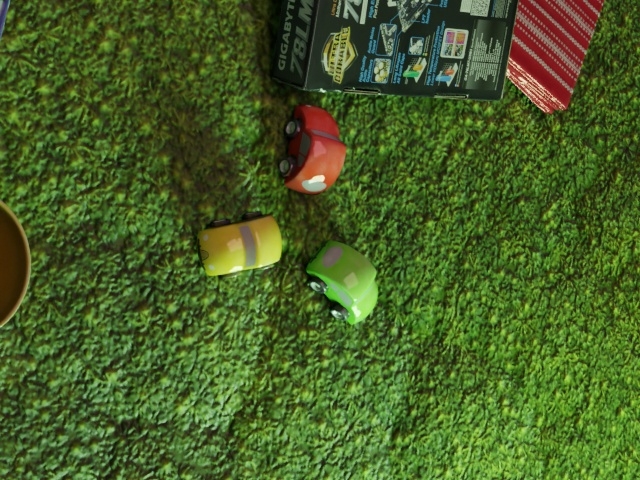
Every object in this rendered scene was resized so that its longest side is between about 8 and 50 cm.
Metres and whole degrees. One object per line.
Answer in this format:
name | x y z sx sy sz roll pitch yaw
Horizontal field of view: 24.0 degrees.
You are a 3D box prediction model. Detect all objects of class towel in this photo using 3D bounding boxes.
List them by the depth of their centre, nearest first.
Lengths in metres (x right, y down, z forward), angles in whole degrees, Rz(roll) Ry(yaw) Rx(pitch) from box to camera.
towel | 0.275 -0.318 1.879 0.199 0.031 0.274 36 64 -30

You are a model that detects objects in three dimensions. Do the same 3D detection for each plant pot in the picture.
plant pot | -0.336 0.020 1.319 0.134 0.095 0.134 2 88 -39

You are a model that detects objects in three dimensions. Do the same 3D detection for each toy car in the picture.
toy car | 0.000 0.000 1.623 0.225 0.053 0.239 51 59 -25

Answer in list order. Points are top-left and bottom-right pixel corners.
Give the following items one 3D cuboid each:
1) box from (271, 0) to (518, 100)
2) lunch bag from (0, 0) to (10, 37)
box | 0.100 -0.305 1.653 0.293 0.073 0.295 -2 107 -37
lunch bag | -0.418 -0.184 1.253 0.303 0.115 0.243 20 78 -38
